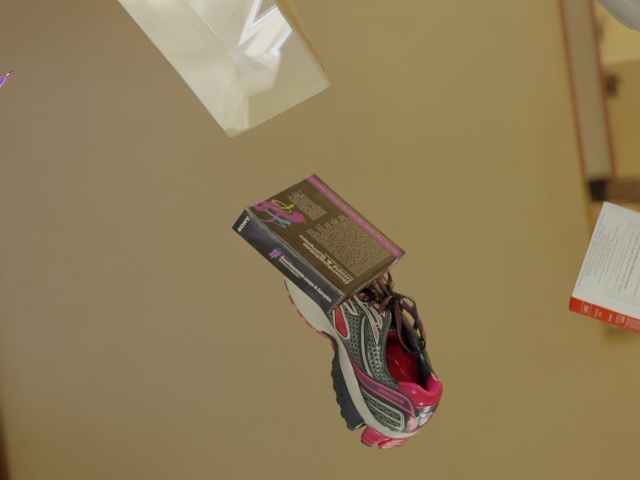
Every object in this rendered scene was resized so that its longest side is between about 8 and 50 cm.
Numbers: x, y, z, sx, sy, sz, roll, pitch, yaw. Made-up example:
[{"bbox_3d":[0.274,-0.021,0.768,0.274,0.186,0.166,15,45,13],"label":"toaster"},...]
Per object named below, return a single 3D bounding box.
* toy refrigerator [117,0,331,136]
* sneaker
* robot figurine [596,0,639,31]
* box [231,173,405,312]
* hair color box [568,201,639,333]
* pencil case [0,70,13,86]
[{"bbox_3d":[-0.088,-0.177,1.267,0.102,0.094,0.269,65,7,26],"label":"toy refrigerator"},{"bbox_3d":[0.056,0.077,2.150,0.112,0.121,0.299,-47,-118,49],"label":"sneaker"},{"bbox_3d":[0.249,-0.310,1.562,0.353,0.200,0.300,37,29,-25],"label":"robot figurine"},{"bbox_3d":[0.000,0.000,1.720,0.116,0.029,0.162,41,23,9],"label":"box"},{"bbox_3d":[0.308,0.039,1.658,0.053,0.167,0.093,71,39,-73],"label":"hair color box"},{"bbox_3d":[-0.313,-0.066,1.352,0.088,0.206,0.086,40,17,-3],"label":"pencil case"}]
